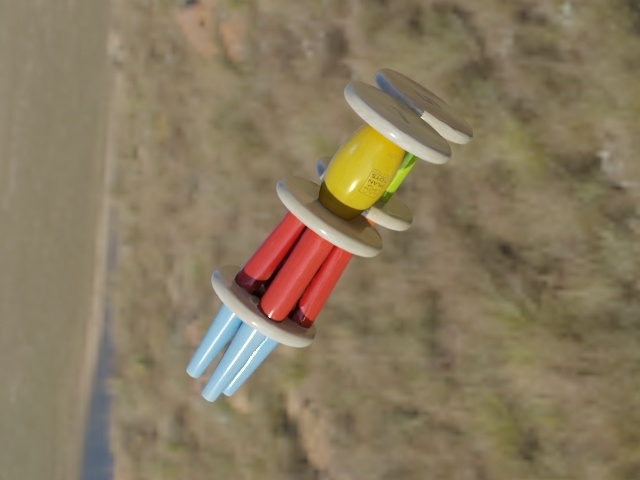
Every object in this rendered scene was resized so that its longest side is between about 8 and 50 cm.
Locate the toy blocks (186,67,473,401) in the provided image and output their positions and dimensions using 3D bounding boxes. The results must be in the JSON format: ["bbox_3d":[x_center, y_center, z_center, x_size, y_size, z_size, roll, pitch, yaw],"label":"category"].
[{"bbox_3d":[0.000,0.000,0.747,0.148,0.054,0.123,-54,-5,15],"label":"toy blocks"}]
